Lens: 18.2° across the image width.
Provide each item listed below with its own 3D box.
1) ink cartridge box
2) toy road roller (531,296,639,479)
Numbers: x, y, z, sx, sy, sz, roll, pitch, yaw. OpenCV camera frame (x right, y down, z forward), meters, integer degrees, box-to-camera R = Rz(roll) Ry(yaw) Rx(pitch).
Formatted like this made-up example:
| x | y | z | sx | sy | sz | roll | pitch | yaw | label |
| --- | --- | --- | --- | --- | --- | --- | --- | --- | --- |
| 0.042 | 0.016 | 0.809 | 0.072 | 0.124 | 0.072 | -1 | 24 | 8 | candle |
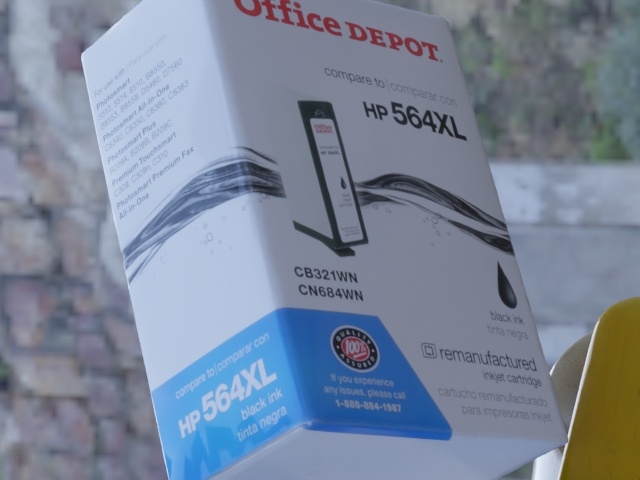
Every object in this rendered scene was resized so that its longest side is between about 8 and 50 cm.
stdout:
| x | y | z | sx | sy | sz | roll | pitch | yaw | label |
| --- | --- | --- | --- | --- | --- | --- | --- | --- | --- |
| 0.000 | 0.000 | 0.811 | 0.148 | 0.086 | 0.203 | 8 | -121 | -42 | ink cartridge box |
| 0.193 | 0.203 | 0.841 | 0.202 | 0.240 | 0.330 | 91 | -169 | -45 | toy road roller |
